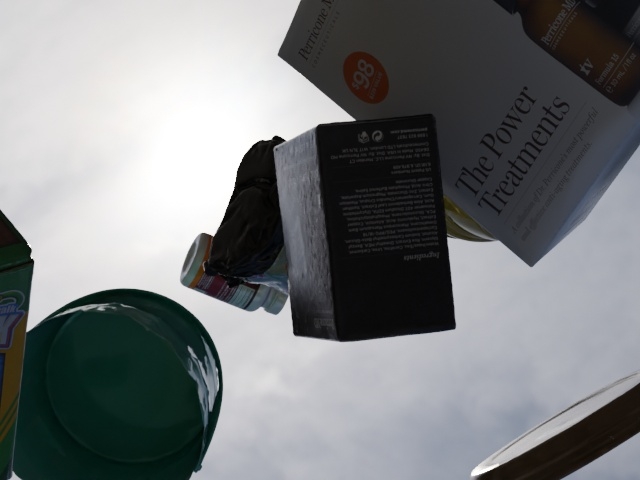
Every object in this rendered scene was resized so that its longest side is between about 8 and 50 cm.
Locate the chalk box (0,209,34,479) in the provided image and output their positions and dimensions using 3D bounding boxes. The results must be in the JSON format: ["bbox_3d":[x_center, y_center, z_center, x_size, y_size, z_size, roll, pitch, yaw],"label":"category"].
[{"bbox_3d":[-0.323,0.042,0.983,0.179,0.289,0.180,-18,-134,-35],"label":"chalk box"}]

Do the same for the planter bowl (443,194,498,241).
[{"bbox_3d":[0.192,-0.066,1.403,0.217,0.217,0.090,-26,-141,-2],"label":"planter bowl"}]

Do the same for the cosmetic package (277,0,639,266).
[{"bbox_3d":[0.151,-0.200,1.047,0.284,0.377,0.097,42,-133,14],"label":"cosmetic package"}]

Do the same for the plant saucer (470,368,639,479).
[{"bbox_3d":[0.267,0.202,1.475,0.277,0.041,0.278,-30,174,-3],"label":"plant saucer"}]

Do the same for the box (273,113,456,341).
[{"bbox_3d":[0.030,-0.007,1.068,0.093,0.158,0.156,-6,179,-14],"label":"box"}]

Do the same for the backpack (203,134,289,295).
[{"bbox_3d":[0.000,0.000,1.326,0.115,0.182,0.152,20,-94,57],"label":"backpack"}]

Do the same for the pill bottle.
[{"bbox_3d":[-0.122,0.053,2.060,0.086,0.152,0.086,-58,-162,32],"label":"pill bottle"}]

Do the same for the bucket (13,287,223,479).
[{"bbox_3d":[-0.261,0.198,1.787,0.281,0.281,0.183,-19,-172,9],"label":"bucket"}]
